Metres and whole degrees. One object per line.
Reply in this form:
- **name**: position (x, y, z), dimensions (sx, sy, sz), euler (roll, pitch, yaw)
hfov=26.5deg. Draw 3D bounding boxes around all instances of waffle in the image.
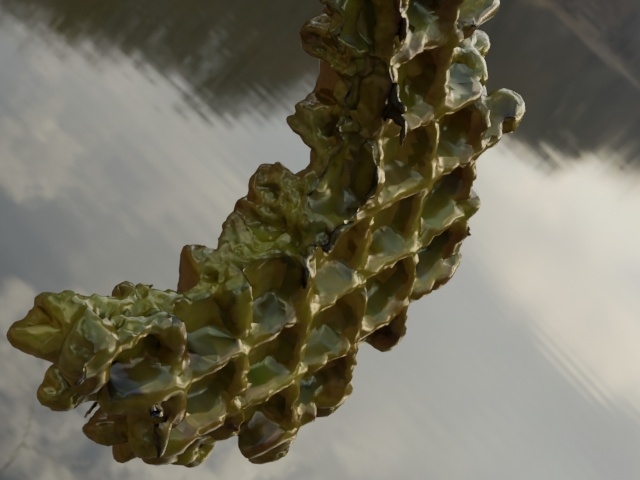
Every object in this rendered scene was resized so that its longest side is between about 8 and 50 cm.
- **waffle**: position (0.000, 0.000, 0.672), dimensions (0.069, 0.293, 0.260), euler (36, -4, 29)
